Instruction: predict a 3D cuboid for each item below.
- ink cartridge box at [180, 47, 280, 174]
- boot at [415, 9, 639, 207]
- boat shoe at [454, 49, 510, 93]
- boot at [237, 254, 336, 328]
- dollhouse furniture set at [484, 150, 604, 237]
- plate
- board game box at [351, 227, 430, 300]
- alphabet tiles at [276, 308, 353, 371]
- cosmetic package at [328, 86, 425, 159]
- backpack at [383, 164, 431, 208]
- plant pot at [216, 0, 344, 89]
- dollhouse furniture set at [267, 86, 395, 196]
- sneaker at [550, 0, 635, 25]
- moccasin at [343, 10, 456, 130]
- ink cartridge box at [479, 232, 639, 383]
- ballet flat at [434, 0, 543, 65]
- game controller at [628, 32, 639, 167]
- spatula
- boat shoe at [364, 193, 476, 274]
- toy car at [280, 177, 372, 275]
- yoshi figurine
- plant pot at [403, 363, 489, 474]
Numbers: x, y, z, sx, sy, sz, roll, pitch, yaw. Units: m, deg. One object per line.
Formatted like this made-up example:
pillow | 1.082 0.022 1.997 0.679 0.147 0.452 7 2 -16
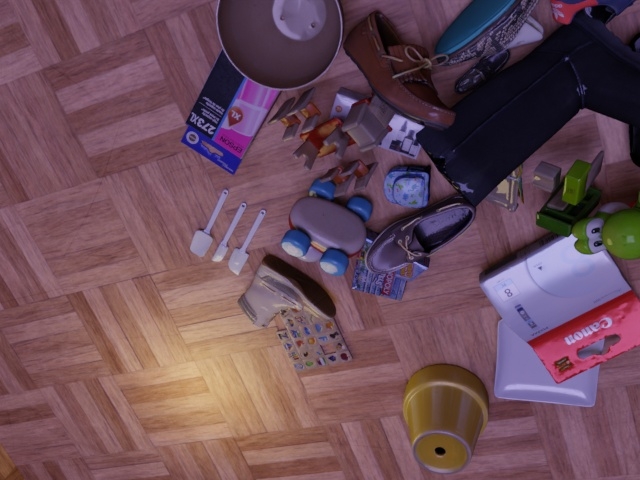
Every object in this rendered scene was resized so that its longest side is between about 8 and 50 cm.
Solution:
ink cartridge box | -0.226 -0.344 1.744 0.176 0.069 0.371 33 123 -4
boot | 0.475 -0.226 1.417 0.445 0.367 0.146 -36 149 2
boat shoe | 0.376 -0.389 1.568 0.056 0.049 0.152 44 118 -10
boot | -0.102 0.191 1.968 0.262 0.095 0.203 36 119 1
dollhouse furniture set | 0.499 -0.171 1.606 0.302 0.151 0.197 27 147 32
plate | 0.632 0.333 1.887 0.278 0.045 0.277 2 118 13
board game box | 0.194 0.081 1.858 0.194 0.060 0.194 14 120 8
alphabet tiles | -0.034 0.289 2.057 0.198 0.009 0.237 -16 112 22
cosmetic package | 0.144 -0.290 1.675 0.239 0.060 0.099 20 119 4
backpack | 0.219 -0.137 1.723 0.114 0.084 0.105 6 116 14
plant pot | -0.070 -0.507 1.540 0.284 0.191 0.284 6 119 12
dollhouse furniture set | 0.052 -0.259 1.621 0.259 0.135 0.262 -13 129 49
sneaker | 0.612 -0.518 1.354 0.350 0.131 0.148 -13 126 -9
moccasin | 0.185 -0.376 1.474 0.139 0.380 0.147 16 124 -35
ink cartridge box | 0.642 0.174 1.737 0.308 0.091 0.385 -33 96 22
ballet flat | 0.451 -0.536 1.425 0.182 0.164 0.483 25 120 -21
game controller | 0.772 -0.316 1.496 0.167 0.067 0.319 -5 116 17
spatula | -0.266 -0.024 1.945 0.168 0.019 0.242 30 121 -1
boat shoe | 0.253 -0.008 1.733 0.324 0.097 0.116 -31 99 12
toy car | 0.000 0.000 1.818 0.210 0.219 0.238 26 149 -1
yoshi figurine | 0.752 -0.040 1.505 0.362 0.203 0.203 -18 155 -9
plant pot | 0.356 0.530 1.951 0.254 0.239 0.254 7 119 12
